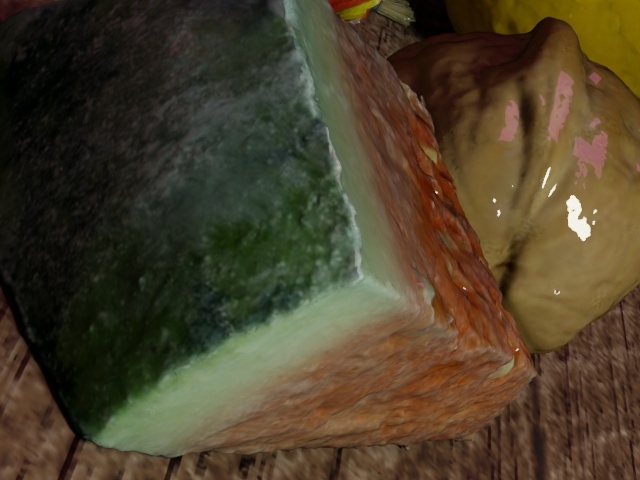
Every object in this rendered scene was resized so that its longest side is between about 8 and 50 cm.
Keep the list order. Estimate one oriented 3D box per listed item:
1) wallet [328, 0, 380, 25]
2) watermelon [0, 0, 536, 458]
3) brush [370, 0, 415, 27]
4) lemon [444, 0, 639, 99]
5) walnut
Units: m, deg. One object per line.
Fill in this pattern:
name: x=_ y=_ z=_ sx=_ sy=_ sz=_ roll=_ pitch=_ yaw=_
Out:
wallet: x=-0.054 y=-0.147 z=0.935 sx=0.141 sy=0.067 sz=0.241 roll=52 pitch=26 yaw=4
watermelon: x=0.000 y=0.000 z=0.706 sx=0.257 sy=0.140 sz=0.193 roll=31 pitch=32 yaw=-52
brush: x=-0.001 y=-0.162 z=1.122 sx=0.170 sy=0.014 sz=0.043 roll=14 pitch=38 yaw=-51
lemon: x=0.215 y=-0.175 z=1.181 sx=0.297 sy=0.297 sz=0.297 roll=38 pitch=22 yaw=-18
walnut: x=0.083 y=-0.028 z=0.853 sx=0.166 sy=0.149 sz=0.166 roll=12 pitch=34 yaw=-8
